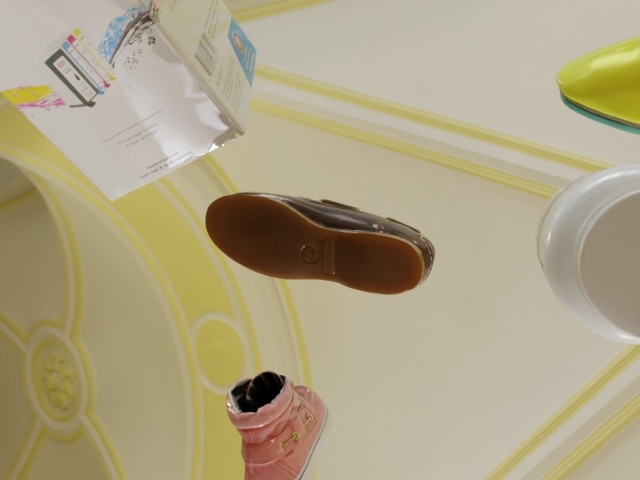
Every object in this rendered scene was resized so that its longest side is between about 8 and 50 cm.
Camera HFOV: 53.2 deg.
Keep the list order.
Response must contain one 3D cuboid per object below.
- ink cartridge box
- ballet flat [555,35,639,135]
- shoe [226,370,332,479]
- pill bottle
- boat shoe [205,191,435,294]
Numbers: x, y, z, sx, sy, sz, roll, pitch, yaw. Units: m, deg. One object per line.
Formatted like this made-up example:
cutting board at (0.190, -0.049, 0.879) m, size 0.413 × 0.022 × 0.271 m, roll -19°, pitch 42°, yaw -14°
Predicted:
ink cartridge box at (-0.197, -0.195, 0.605) m, size 0.168 × 0.232 × 0.171 m, roll -22°, pitch -142°, yaw 20°
ballet flat at (0.235, -0.077, 0.307) m, size 0.231 × 0.077 × 0.077 m, roll 26°, pitch -38°, yaw 27°
shoe at (-0.032, 0.143, 0.543) m, size 0.064 × 0.178 × 0.081 m, roll -11°, pitch -81°, yaw 8°
pill bottle at (0.322, 0.009, 0.669) m, size 0.176 × 0.318 × 0.176 m, roll 1°, pitch -85°, yaw 16°
boat shoe at (0.000, 0.000, 0.577) m, size 0.207 × 0.073 × 0.073 m, roll 17°, pitch -69°, yaw 16°
